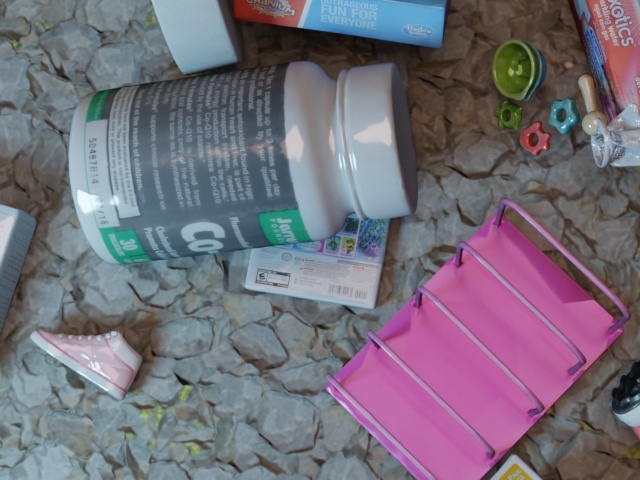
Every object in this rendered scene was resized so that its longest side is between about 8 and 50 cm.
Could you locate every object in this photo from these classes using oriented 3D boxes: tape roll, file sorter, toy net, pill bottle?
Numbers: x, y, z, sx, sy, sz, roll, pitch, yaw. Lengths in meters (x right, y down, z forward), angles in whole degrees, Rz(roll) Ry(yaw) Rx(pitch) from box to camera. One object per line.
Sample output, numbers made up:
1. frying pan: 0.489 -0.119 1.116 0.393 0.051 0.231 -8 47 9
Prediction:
1. tape roll: -0.164 -0.377 1.658 0.072 0.392 0.392 -13 78 3
2. file sorter: 0.171 0.122 1.637 0.202 0.182 0.290 44 86 11
3. toy net: 0.275 -0.133 1.676 0.232 0.045 0.122 42 123 40
4. pill bottle: -0.082 -0.091 1.673 0.361 0.204 0.204 -7 79 11

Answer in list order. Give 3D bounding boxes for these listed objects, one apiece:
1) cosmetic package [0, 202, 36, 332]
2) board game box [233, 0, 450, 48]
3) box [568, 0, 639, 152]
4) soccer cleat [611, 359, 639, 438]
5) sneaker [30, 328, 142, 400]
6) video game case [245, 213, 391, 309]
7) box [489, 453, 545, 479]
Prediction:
1. cosmetic package: -0.431 0.062 1.755 0.117 0.085 0.231 17 83 8
2. board game box: 0.051 -0.371 1.735 0.242 0.064 0.316 9 53 7
3. box: 0.370 -0.247 1.718 0.123 0.128 0.256 -16 78 2
4. soccer cleat: 0.468 0.110 1.665 0.116 0.108 0.318 45 84 -9
5. sneaker: -0.270 0.125 1.745 0.134 0.051 0.070 31 82 7
6. video game case: 0.000 0.000 1.760 0.157 0.019 0.143 9 80 8
7. box: 0.253 0.344 1.597 0.114 0.103 0.203 -46 61 0
